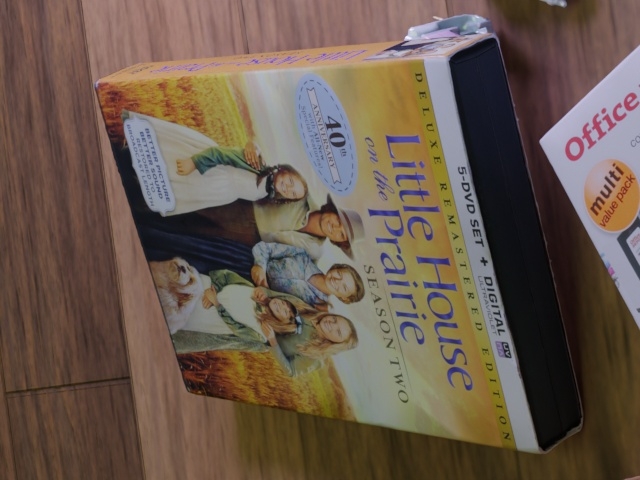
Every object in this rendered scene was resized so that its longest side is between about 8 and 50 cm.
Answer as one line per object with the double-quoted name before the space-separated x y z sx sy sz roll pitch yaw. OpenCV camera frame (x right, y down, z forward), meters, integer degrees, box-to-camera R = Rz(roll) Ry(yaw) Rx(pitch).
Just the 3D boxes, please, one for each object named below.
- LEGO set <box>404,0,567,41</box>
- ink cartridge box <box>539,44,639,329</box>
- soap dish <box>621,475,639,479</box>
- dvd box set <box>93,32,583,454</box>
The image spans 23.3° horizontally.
"LEGO set" 0.126 -0.257 1.083 0.107 0.132 0.287 26 135 38
"ink cartridge box" 0.279 -0.015 0.910 0.171 0.168 0.232 -45 61 41
"soap dish" 0.215 0.299 0.984 0.118 0.229 0.290 -37 65 61
"dvd box set" 0.000 0.000 1.239 0.420 0.062 0.307 4 115 47
